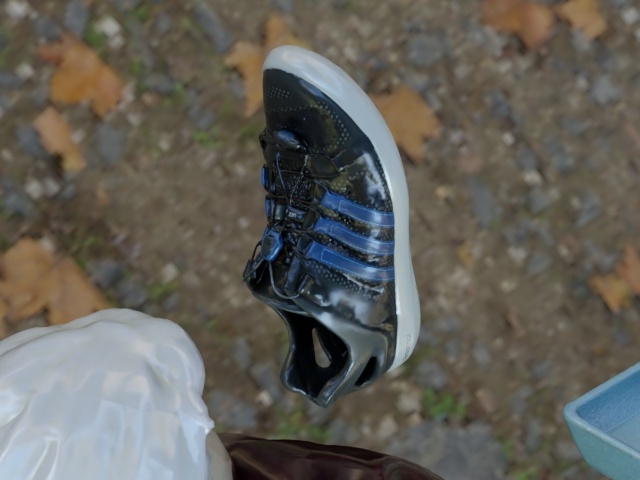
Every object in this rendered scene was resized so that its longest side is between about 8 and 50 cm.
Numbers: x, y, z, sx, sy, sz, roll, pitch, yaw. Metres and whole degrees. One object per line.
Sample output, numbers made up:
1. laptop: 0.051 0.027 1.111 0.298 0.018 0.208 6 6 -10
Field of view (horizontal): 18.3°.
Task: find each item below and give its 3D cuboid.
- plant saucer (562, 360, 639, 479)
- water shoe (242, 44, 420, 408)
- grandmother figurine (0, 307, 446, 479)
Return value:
1. plant saucer: 0.144 0.033 0.533 0.067 0.018 0.192 30 37 32
2. water shoe: 0.000 0.000 1.005 0.080 0.073 0.203 -39 129 -30
3. grandmother figurine: 0.022 0.109 0.659 0.342 0.207 0.104 23 67 -36
